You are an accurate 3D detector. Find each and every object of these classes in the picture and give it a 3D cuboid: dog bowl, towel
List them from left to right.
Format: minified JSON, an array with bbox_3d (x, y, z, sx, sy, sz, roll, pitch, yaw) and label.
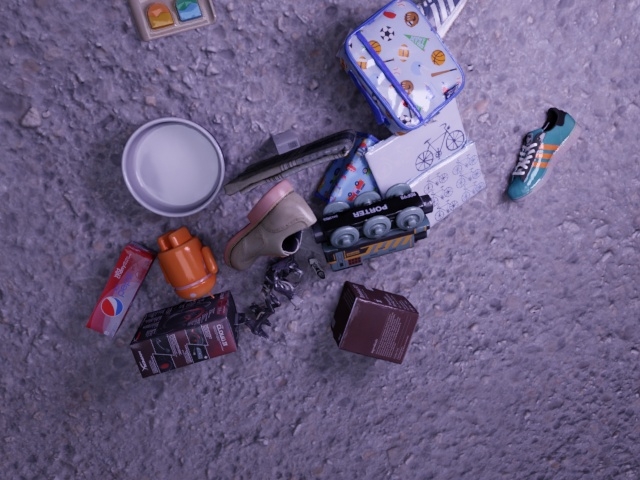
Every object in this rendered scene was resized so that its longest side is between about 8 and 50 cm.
[{"bbox_3d":[-0.393,-0.200,1.372,0.265,0.104,0.264,-2,103,-8],"label":"dog bowl"},{"bbox_3d":[-0.064,-0.196,1.287,0.325,0.312,0.056,-17,106,12],"label":"towel"}]

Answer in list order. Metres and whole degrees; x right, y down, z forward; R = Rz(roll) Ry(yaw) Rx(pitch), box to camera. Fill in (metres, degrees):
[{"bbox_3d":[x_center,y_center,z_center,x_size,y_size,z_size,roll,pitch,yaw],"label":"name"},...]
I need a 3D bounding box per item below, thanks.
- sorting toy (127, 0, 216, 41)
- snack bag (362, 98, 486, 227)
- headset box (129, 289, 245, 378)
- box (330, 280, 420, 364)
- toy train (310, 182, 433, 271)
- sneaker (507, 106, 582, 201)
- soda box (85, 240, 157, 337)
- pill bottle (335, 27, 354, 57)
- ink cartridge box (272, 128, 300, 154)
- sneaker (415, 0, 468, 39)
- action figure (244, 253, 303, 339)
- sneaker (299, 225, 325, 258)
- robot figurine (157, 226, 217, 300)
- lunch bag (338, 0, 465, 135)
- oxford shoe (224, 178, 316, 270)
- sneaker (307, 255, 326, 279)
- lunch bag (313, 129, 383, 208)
[{"bbox_3d":[-0.396,-0.638,1.304,0.209,0.038,0.192,-17,105,-3],"label":"sorting toy"},{"bbox_3d":[0.308,-0.197,1.424,0.323,0.037,0.342,-34,125,-8],"label":"snack bag"},{"bbox_3d":[-0.356,0.252,1.423,0.294,0.218,0.110,-16,106,-4],"label":"headset box"},{"bbox_3d":[0.159,0.244,1.515,0.203,0.168,0.166,16,101,-11],"label":"box"},{"bbox_3d":[0.142,-0.031,1.362,0.334,0.142,0.190,-16,140,-2],"label":"toy train"},{"bbox_3d":[0.638,-0.258,1.500,0.121,0.108,0.302,37,88,-13],"label":"sneaker"},{"bbox_3d":[-0.564,0.138,1.433,0.084,0.092,0.263,27,98,-12],"label":"soda box"},{"bbox_3d":[0.153,-0.486,1.371,0.215,0.117,0.117,27,98,-13],"label":"pill bottle"},{"bbox_3d":[-0.097,-0.274,1.392,0.063,0.115,0.029,-21,116,-2],"label":"ink cartridge box"},{"bbox_3d":[0.295,-0.638,1.365,0.153,0.099,0.282,30,100,-15],"label":"sneaker"},{"bbox_3d":[-0.113,0.144,1.467,0.141,0.164,0.275,27,108,-3],"label":"action figure"},{"bbox_3d":[0.000,0.000,1.486,0.235,0.095,0.090,28,94,-32],"label":"sneaker"},{"bbox_3d":[-0.374,0.073,1.425,0.158,0.128,0.219,-24,105,-9],"label":"robot figurine"},{"bbox_3d":[0.203,-0.423,1.266,0.243,0.115,0.303,-40,98,-9],"label":"lunch bag"},{"bbox_3d":[-0.143,0.005,1.332,0.146,0.397,0.140,45,54,1],"label":"oxford shoe"},{"bbox_3d":[-0.008,0.083,1.524,0.032,0.037,0.083,-38,103,4],"label":"sneaker"},{"bbox_3d":[0.169,-0.147,1.464,0.293,0.138,0.220,28,97,-25],"label":"lunch bag"}]
